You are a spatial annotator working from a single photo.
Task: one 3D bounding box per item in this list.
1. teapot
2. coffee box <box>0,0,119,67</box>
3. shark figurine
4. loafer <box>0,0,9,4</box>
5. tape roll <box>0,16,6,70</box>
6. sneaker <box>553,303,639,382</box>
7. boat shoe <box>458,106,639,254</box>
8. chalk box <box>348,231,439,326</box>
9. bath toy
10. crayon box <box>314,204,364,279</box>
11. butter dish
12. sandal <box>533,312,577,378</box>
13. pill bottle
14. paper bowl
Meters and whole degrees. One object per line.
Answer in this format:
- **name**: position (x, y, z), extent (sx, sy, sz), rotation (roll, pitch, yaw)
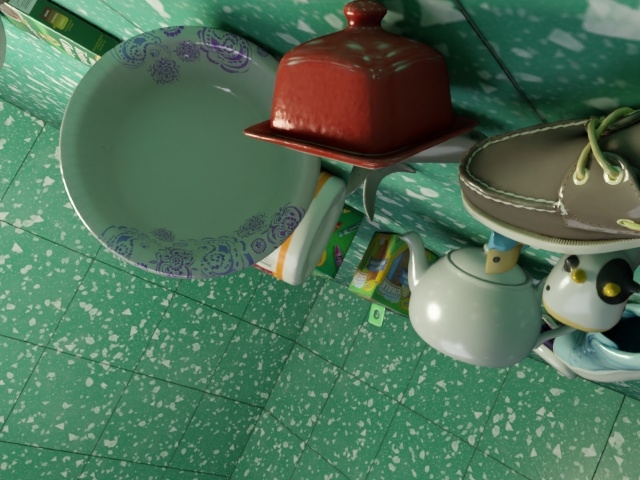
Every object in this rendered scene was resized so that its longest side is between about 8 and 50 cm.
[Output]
- **teapot**: position (0.295, 0.095, 0.940), extent (0.256, 0.187, 0.252), rotation (1, -155, -26)
- **coffee box**: position (-0.409, -0.331, 0.825), extent (0.184, 0.040, 0.113), rotation (28, 173, -15)
- **shark figurine**: position (0.064, -0.094, 0.625), extent (0.166, 0.116, 0.278), rotation (28, 171, -10)
- **loafer**: position (-0.482, -0.377, 0.647), extent (0.268, 0.096, 0.084), rotation (32, -167, 3)
- **tape roll**: position (-0.655, -0.343, 0.880), extent (0.072, 0.219, 0.219), rotation (23, 172, 14)
- **sneaker**: position (0.510, 0.159, 0.892), extent (0.150, 0.135, 0.366), rotation (34, 163, -7)
- **boat shoe**: position (0.237, -0.048, 0.354), extent (0.325, 0.116, 0.097), rotation (14, 162, 43)
- **chalk box**: position (0.164, 0.103, 1.262), extent (0.132, 0.213, 0.132), rotation (29, 172, -21)
- **bath toy**: position (0.332, 0.036, 0.461), extent (0.349, 0.151, 0.129), rotation (21, 178, 20)
- **crayon box**: position (0.000, 0.000, 1.290), extent (0.081, 0.165, 0.278), rotation (27, 173, -11)
- **butter dish**: position (0.036, -0.137, 0.434), extent (0.160, 0.118, 0.160), rotation (21, -145, 36)
- **sandal**: position (0.583, 0.238, 1.296), extent (0.169, 0.102, 0.416), rotation (39, -169, 21)
- **pill bottle**: position (-0.168, -0.090, 0.997), extent (0.392, 0.224, 0.224), rotation (25, 173, 9)
- **paper bowl**: position (-0.149, -0.098, 0.636), extent (0.284, 0.284, 0.148), rotation (27, 176, -7)
